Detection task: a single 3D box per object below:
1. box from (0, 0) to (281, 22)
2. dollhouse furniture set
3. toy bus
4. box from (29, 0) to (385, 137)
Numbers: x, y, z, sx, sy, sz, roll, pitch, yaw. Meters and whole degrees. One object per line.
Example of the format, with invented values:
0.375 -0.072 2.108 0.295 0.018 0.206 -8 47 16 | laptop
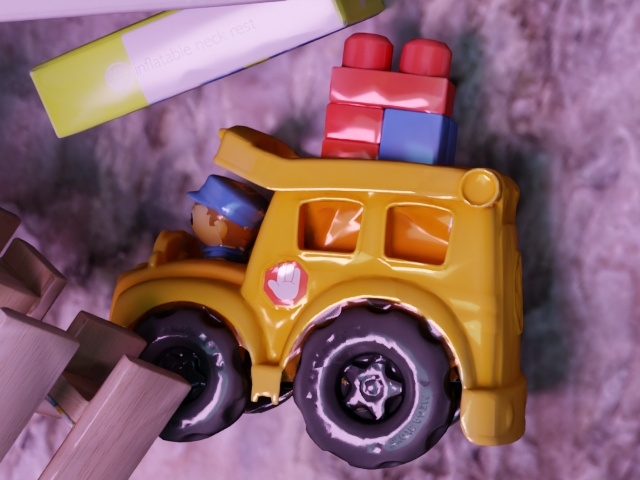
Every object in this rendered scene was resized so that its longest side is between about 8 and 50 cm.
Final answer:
-0.199 -0.189 0.575 0.345 0.215 0.168 -6 111 -9 | box
-0.226 0.048 0.598 0.212 0.242 0.161 37 94 39 | dollhouse furniture set
0.000 0.000 0.696 0.220 0.149 0.211 4 93 14 | toy bus
-0.045 -0.107 0.684 0.178 0.109 0.042 -19 99 17 | box
